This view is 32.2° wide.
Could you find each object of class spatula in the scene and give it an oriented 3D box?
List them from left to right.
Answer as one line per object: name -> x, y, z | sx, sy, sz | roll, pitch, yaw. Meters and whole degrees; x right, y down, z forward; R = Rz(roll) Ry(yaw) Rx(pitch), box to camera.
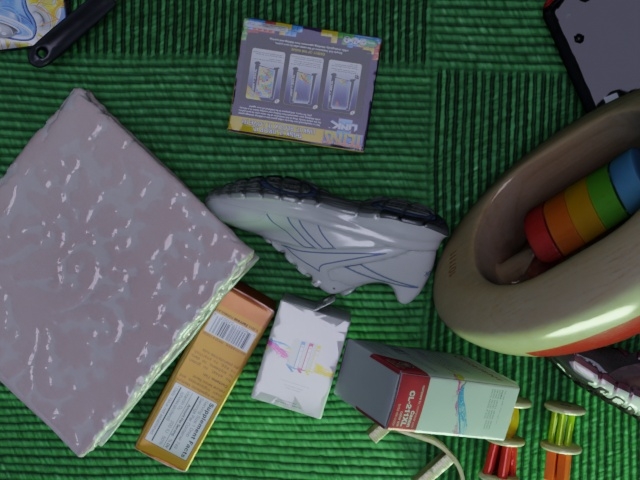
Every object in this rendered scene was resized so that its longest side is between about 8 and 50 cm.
spatula -> -0.236, -0.310, 1.330 | 0.296, 0.030, 0.084 | -44, 94, -4

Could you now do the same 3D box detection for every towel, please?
towel -> -0.285, 0.036, 1.335 | 0.317, 0.053, 0.332 | 42, 96, 12

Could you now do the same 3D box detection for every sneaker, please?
sneaker -> 0.000, 0.000, 1.340 | 0.297, 0.111, 0.129 | 14, 107, 5
sneaker -> 0.419, 0.144, 1.364 | 0.281, 0.106, 0.162 | 30, 88, -12

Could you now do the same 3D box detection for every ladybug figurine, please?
ladybug figurine -> 0.330, -0.011, 1.235 | 0.162, 0.305, 0.449 | 39, 129, -26

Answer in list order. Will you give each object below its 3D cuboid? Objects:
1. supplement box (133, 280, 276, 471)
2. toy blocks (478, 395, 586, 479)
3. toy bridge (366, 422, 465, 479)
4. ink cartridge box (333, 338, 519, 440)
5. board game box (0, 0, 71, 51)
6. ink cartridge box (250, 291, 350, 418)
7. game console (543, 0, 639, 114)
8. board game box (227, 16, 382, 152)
supplement box -> -0.142, 0.164, 1.370 | 0.080, 0.078, 0.233 | 31, 95, -4
toy blocks -> 0.263, 0.274, 1.389 | 0.123, 0.054, 0.148 | 8, 95, 0
toy bridge -> 0.144, 0.291, 1.406 | 0.063, 0.026, 0.188 | -43, 94, 3
ink cartridge box -> 0.126, 0.177, 1.312 | 0.175, 0.127, 0.072 | 11, 97, -29
board game box -> -0.410, -0.296, 1.349 | 0.201, 0.035, 0.136 | -7, 95, 0
ink cartridge box -> -0.020, 0.130, 1.359 | 0.090, 0.092, 0.143 | 17, 94, -1
game console -> 0.497, -0.187, 1.342 | 0.342, 0.060, 0.386 | -25, 91, 8
board game box -> -0.019, -0.189, 1.351 | 0.170, 0.048, 0.141 | 9, 97, -1
